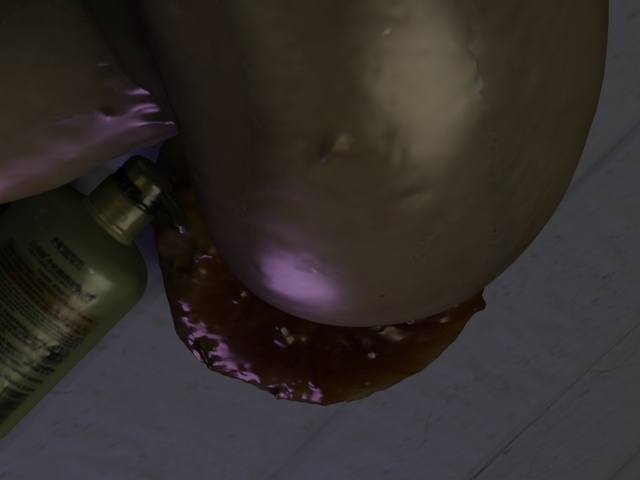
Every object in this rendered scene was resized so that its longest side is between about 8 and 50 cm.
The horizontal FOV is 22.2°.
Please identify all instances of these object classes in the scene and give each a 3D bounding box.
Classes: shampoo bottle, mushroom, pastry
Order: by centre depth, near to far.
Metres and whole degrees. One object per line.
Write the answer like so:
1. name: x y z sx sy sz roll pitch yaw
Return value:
1. mushroom: -0.048 -0.104 0.586 0.290 0.292 0.292 -13 154 9
2. shampoo bottle: -0.136 0.022 0.800 0.162 0.079 0.079 -45 152 7
3. pastry: 0.000 0.000 0.863 0.182 0.093 0.192 -3 130 -10
